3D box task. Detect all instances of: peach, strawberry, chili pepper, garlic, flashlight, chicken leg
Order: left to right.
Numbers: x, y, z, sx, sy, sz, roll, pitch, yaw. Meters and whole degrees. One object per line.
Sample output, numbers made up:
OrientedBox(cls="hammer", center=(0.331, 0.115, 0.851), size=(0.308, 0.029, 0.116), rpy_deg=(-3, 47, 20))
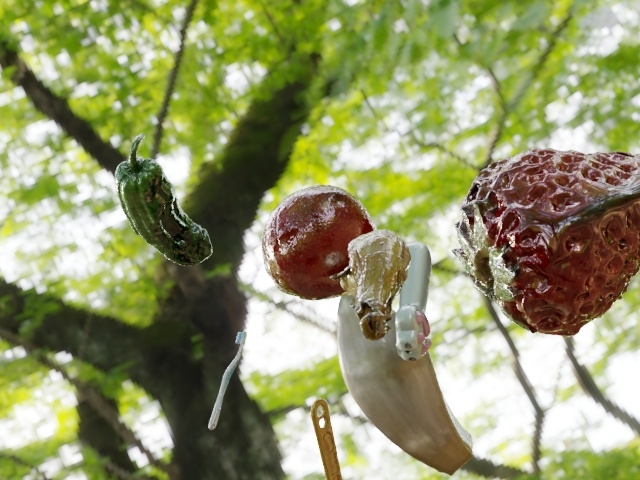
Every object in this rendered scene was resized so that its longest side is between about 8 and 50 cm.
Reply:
OrientedBox(cls="chili pepper", center=(-0.233, -0.044, 2.024), size=(0.100, 0.074, 0.257), rpy_deg=(-47, -33, -14))
OrientedBox(cls="peach", center=(0.000, 0.000, 2.129), size=(0.197, 0.197, 0.197), rpy_deg=(-24, -22, -10))
OrientedBox(cls="chicken leg", center=(0.063, 0.061, 1.748), size=(0.101, 0.085, 0.207), rpy_deg=(-30, 23, 23))
OrientedBox(cls="garlic", center=(0.126, 0.219, 2.049), size=(0.112, 0.318, 0.143), rpy_deg=(-19, 22, 35))
OrientedBox(cls="flashlight", center=(0.138, 0.084, 2.002), size=(0.048, 0.200, 0.093), rpy_deg=(-5, -44, 14))
OrientedBox(cls="strawberry", center=(0.407, -0.015, 2.207), size=(0.345, 0.295, 0.317), rpy_deg=(-20, 6, -14))

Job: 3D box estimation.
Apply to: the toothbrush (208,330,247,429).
OrientedBox(cls="toothbrush", center=(-0.134, 0.203, 2.022), size=(0.017, 0.162, 0.014), rpy_deg=(-2, -34, 29))

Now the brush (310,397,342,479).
OrientedBox(cls="brush", center=(0.023, 0.370, 2.133), size=(0.013, 0.272, 0.103), rpy_deg=(-2, 17, 37))
